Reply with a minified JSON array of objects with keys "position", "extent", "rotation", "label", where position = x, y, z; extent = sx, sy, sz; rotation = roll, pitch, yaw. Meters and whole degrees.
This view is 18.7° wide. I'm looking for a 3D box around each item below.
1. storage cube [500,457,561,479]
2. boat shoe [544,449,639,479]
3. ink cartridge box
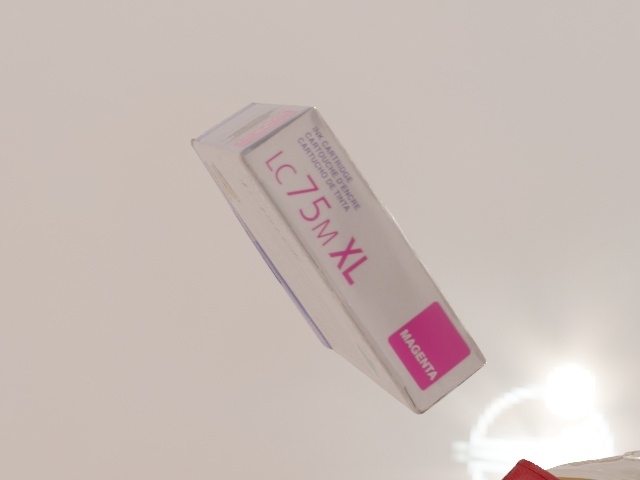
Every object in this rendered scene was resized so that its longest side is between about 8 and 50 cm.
[{"position":[0.127,0.288,1.151],"extent":[0.193,0.183,0.215],"rotation":[-43,-24,-35],"label":"storage cube"},{"position":[0.285,0.203,1.505],"extent":[0.096,0.277,0.098],"rotation":[-47,-53,-42],"label":"boat shoe"},{"position":[0.000,0.000,1.250],"extent":[0.186,0.065,0.311],"rotation":[56,172,-9],"label":"ink cartridge box"}]
